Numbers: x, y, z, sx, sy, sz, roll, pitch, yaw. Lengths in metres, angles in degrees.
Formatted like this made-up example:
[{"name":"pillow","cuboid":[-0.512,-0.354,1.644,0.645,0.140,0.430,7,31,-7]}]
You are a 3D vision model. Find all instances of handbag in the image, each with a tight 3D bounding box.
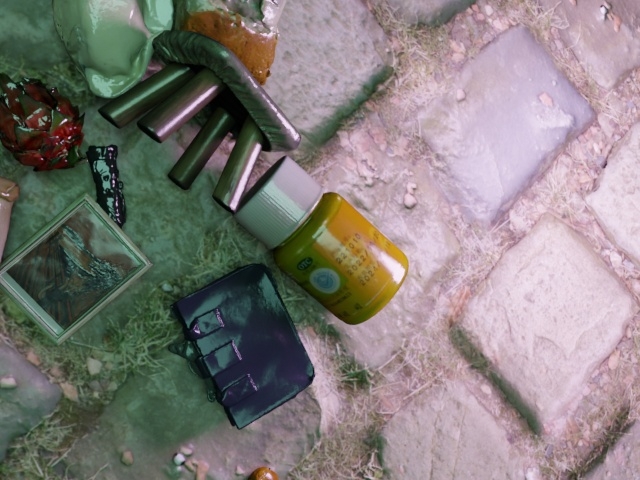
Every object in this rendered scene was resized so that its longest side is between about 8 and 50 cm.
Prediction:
[{"name":"handbag","cuboid":[-0.189,0.242,1.390,0.269,0.118,0.326,-27,96,-25]}]

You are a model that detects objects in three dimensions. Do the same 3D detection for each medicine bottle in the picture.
[{"name":"medicine bottle","cuboid":[0.000,0.000,1.405,0.384,0.224,0.224,42,76,-13]}]

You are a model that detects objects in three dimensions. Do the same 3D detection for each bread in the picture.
[{"name":"bread","cuboid":[-0.193,-0.501,1.344,0.250,0.279,0.225,7,73,-18]}]

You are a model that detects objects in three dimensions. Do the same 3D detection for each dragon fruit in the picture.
[{"name":"dragon fruit","cuboid":[-0.573,-0.235,1.248,0.182,0.182,0.189,-2,84,-19]}]

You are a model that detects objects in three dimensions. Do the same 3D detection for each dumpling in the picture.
[{"name":"dumpling","cuboid":[-0.438,-0.477,1.298,0.242,0.187,0.318,-19,114,-21]}]

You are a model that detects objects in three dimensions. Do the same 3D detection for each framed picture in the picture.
[{"name":"framed picture","cuboid":[-0.534,0.063,1.303,0.273,0.016,0.216,-42,100,-4]}]

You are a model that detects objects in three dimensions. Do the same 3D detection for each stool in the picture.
[{"name":"stool","cuboid":[-0.247,-0.242,1.256,0.226,0.310,0.310,-54,131,-12]}]

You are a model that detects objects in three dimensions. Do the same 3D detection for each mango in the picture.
[{"name":"mango","cuboid":[-0.135,0.588,1.422,0.080,0.060,0.114,9,83,-34]}]

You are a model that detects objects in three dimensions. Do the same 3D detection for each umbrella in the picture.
[{"name":"umbrella","cuboid":[-0.468,-0.094,1.341,0.066,0.059,0.236,-6,92,3]}]

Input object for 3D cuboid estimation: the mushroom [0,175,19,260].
[{"name":"mushroom","cuboid":[-0.718,0.061,1.209,0.154,0.137,0.408,9,79,12]}]
